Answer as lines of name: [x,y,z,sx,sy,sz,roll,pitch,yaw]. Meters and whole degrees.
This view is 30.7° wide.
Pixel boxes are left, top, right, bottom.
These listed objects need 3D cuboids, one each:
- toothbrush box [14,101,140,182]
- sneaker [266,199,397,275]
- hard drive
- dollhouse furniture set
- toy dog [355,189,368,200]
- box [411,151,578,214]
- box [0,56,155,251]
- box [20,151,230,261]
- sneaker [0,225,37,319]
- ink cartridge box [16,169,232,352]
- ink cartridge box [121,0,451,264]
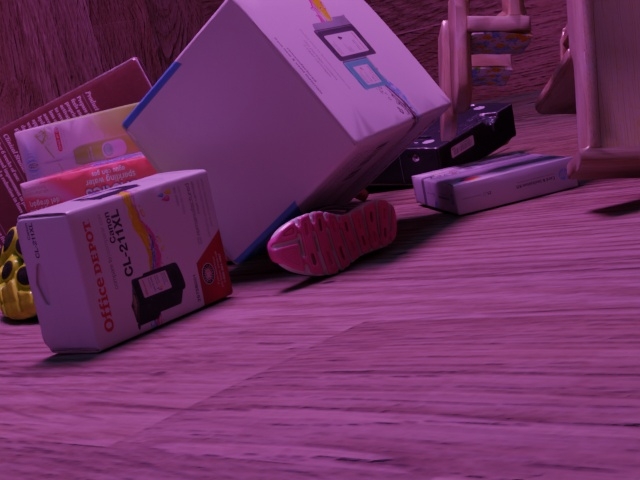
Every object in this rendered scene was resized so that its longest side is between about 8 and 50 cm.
toothbrush box: [-0.264,-0.085,1.633,0.283,0.206,0.122,-7,11,32]
sneaker: [0.000,0.000,1.146,0.075,0.063,0.170,-11,6,43]
hard drive: [0.099,-0.148,1.798,0.339,0.064,0.237,3,23,36]
dollhouse furniture set: [0.327,-0.166,1.281,0.362,0.256,0.394,-1,-9,1]
toy dog: [-0.003,-0.160,1.575,0.161,0.220,0.333,17,-26,14]
box: [0.201,-0.071,1.381,0.145,0.038,0.186,-14,7,-9]
box: [-0.408,-0.119,1.840,0.381,0.191,0.143,-27,8,0]
box: [-0.202,-0.041,1.447,0.300,0.142,0.154,-9,9,31]
sneaker: [-0.248,0.032,1.261,0.295,0.109,0.123,-10,-18,40]
ink cartridge box: [-0.174,0.017,1.062,0.072,0.127,0.175,-3,13,39]
ink cartridge box: [-0.028,-0.137,1.260,0.198,0.197,0.270,-43,-7,29]
